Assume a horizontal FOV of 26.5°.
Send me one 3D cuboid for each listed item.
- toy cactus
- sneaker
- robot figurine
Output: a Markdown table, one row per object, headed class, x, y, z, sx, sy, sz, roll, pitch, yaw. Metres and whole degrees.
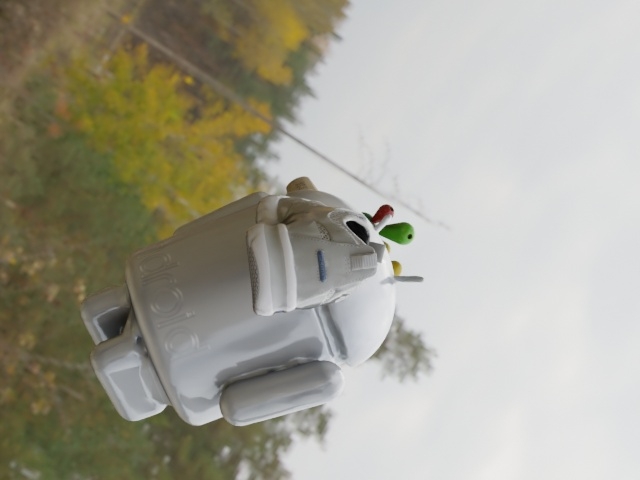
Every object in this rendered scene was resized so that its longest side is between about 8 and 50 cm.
| class | x | y | z | sx | sy | sz | roll | pitch | yaw |
| --- | --- | --- | --- | --- | --- | --- | --- | --- | --- |
| toy cactus | 0.000 | 0.000 | 1.685 | 0.219 | 0.181 | 0.112 | -28 | 154 | 5 |
| sneaker | 0.001 | 0.018 | 1.204 | 0.281 | 0.115 | 0.105 | -85 | 172 | -80 |
| robot figurine | -0.071 | 0.069 | 1.448 | 0.353 | 0.200 | 0.300 | -21 | -130 | -3 |
